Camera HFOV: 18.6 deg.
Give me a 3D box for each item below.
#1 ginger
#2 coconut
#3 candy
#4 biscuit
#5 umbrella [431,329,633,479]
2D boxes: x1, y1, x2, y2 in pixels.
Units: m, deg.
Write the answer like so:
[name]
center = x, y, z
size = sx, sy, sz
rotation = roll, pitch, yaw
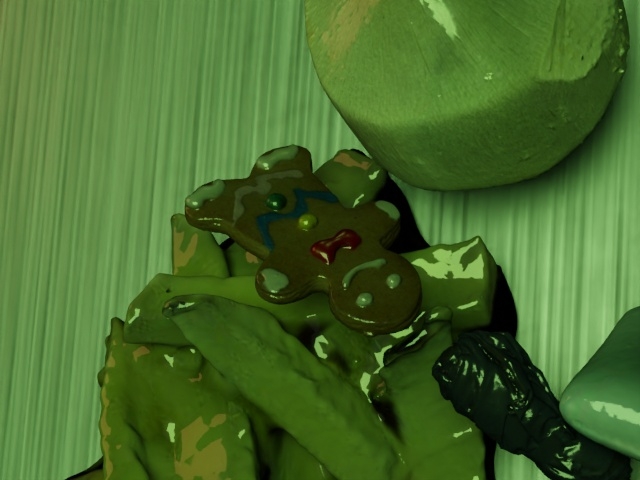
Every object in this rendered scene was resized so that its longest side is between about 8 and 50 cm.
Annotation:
[ginger]
center = -0.027, 0.128, 1.525
size = 0.358, 0.211, 0.413
rotation = 32, 88, 18
[coconut]
center = 0.114, -0.171, 1.518
size = 0.245, 0.247, 0.245
rotation = -6, 67, 14
[candy]
center = 0.268, 0.113, 1.468
size = 0.138, 0.174, 0.071
rotation = 21, 121, 19
[biscuit]
center = 0.000, -0.001, 1.494
size = 0.138, 0.031, 0.205
rotation = -28, 54, -28
[umbrella]
center = 0.189, 0.160, 1.473
size = 0.248, 0.071, 0.071
rotation = 42, 92, -11
